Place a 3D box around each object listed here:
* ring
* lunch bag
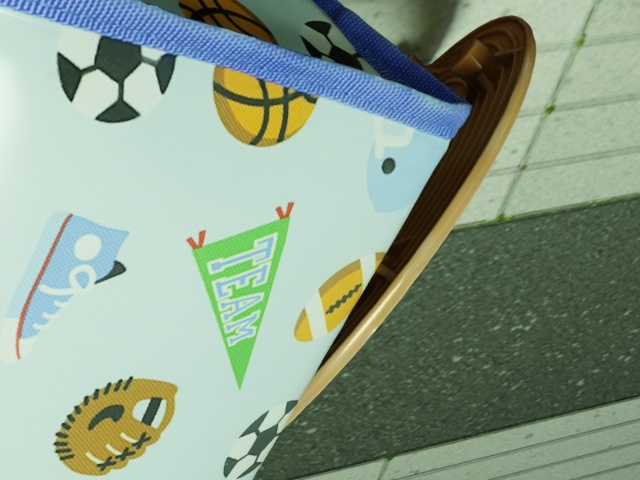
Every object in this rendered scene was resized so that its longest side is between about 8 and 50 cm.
[{"bbox_3d":[0.000,0.000,0.753,0.032,0.337,0.336,39,121,-11],"label":"ring"},{"bbox_3d":[-0.193,-0.005,0.520,0.385,0.239,0.328,7,117,-45],"label":"lunch bag"}]
